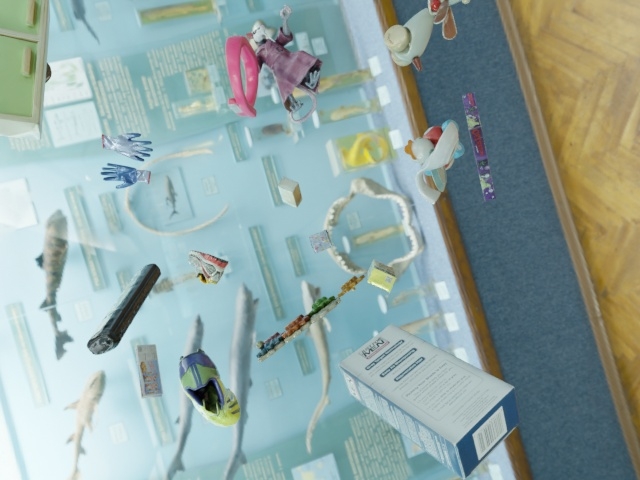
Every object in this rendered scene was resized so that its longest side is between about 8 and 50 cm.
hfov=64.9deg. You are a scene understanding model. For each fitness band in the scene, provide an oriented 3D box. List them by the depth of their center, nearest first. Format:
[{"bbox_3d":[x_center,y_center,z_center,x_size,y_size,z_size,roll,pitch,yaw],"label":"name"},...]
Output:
[{"bbox_3d":[-0.228,-0.483,1.497,0.291,0.054,0.208,-18,-70,-86],"label":"fitness band"}]

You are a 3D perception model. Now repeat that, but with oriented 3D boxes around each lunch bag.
[{"bbox_3d":[0.000,0.000,1.825,0.083,0.071,0.053,-106,-8,-51],"label":"lunch bag"}]

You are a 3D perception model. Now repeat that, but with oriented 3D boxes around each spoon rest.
[{"bbox_3d":[0.332,-0.223,1.456,0.084,0.137,0.276,25,145,16],"label":"spoon rest"}]

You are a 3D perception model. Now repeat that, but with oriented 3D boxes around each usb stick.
[{"bbox_3d":[-0.411,0.138,1.072,0.045,0.077,0.278,50,-161,-21],"label":"usb stick"}]

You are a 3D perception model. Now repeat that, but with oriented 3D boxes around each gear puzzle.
[{"bbox_3d":[-0.026,0.186,1.287,0.044,0.339,0.175,53,179,3],"label":"gear puzzle"}]

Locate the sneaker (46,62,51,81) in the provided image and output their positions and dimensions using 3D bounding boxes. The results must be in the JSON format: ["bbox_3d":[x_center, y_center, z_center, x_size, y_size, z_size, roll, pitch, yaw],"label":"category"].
[{"bbox_3d":[-0.749,-0.424,1.145,0.106,0.281,0.162,32,129,15],"label":"sneaker"}]

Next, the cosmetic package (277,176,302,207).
[{"bbox_3d":[-0.099,-0.158,1.657,0.060,0.041,0.115,24,162,16],"label":"cosmetic package"}]

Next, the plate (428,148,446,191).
[{"bbox_3d":[0.505,-0.300,2.139,0.188,0.024,0.188,30,-127,-51],"label":"plate"}]

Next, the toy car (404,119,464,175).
[{"bbox_3d":[0.473,-0.420,2.254,0.219,0.238,0.210,-35,60,56],"label":"toy car"}]

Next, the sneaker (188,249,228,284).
[{"bbox_3d":[-0.378,0.087,1.620,0.225,0.088,0.092,9,77,59],"label":"sneaker"}]

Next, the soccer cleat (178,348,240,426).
[{"bbox_3d":[-0.248,0.368,1.147,0.121,0.094,0.289,-124,15,-45],"label":"soccer cleat"}]

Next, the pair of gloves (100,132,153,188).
[{"bbox_3d":[-0.626,-0.255,1.623,0.023,0.160,0.198,-104,23,-60],"label":"pair of gloves"}]

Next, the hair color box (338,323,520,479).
[{"bbox_3d":[0.215,0.318,1.061,0.347,0.174,0.105,22,136,53],"label":"hair color box"}]

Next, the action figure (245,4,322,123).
[{"bbox_3d":[-0.137,-0.671,1.878,0.370,0.248,0.275,50,179,21],"label":"action figure"}]

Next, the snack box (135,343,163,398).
[{"bbox_3d":[-0.560,0.425,1.642,0.022,0.064,0.178,-51,48,40],"label":"snack box"}]

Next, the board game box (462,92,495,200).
[{"bbox_3d":[0.577,-0.334,1.826,0.208,0.056,0.346,-89,-23,-43],"label":"board game box"}]

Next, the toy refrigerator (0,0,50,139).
[{"bbox_3d":[-0.564,-0.333,0.927,0.094,0.102,0.269,-22,66,62],"label":"toy refrigerator"}]

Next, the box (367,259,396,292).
[{"bbox_3d":[0.214,0.121,1.770,0.232,0.087,0.058,-32,-34,-82],"label":"box"}]

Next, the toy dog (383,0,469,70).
[{"bbox_3d":[0.366,-0.696,1.666,0.161,0.220,0.333,55,129,16],"label":"toy dog"}]
